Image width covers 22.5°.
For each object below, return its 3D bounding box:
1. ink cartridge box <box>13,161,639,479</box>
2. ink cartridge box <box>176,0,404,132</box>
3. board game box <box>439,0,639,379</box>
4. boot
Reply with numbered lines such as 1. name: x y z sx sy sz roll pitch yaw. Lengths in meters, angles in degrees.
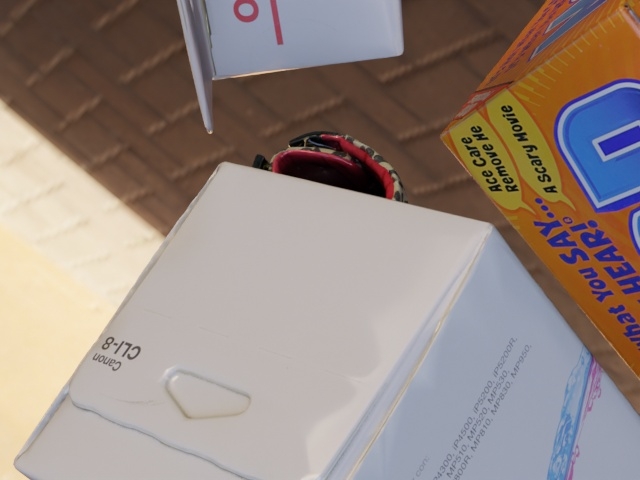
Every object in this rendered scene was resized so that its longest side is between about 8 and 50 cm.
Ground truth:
1. ink cartridge box: 0.019 0.081 0.532 0.128 0.127 0.176 14 155 44
2. ink cartridge box: -0.020 -0.235 0.945 0.119 0.353 0.207 -6 124 5
3. board game box: 0.379 -0.105 1.217 0.356 0.356 0.356 -34 100 36
4. boot: 0.002 -0.001 0.944 0.236 0.085 0.179 39 161 46
